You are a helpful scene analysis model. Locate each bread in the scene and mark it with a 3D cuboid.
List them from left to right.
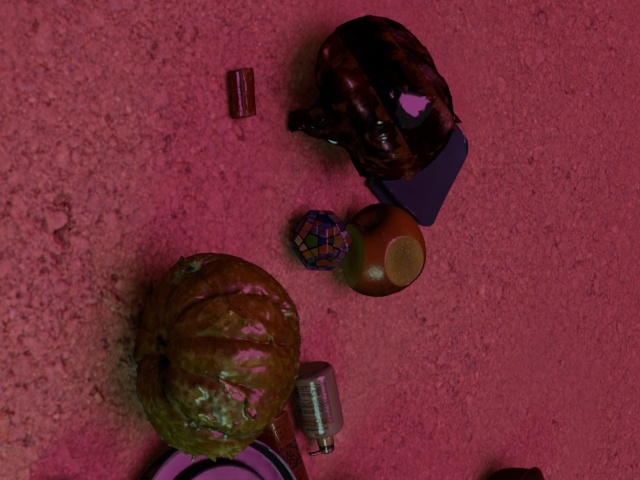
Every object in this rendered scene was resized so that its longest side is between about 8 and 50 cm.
[{"bbox_3d":[-0.126,-0.243,1.687,0.047,0.036,0.083,-12,102,-47],"label":"bread"}]

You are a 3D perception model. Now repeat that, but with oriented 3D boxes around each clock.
[{"bbox_3d":[-0.161,0.459,1.611,0.312,0.061,0.313,7,77,-33],"label":"clock"}]

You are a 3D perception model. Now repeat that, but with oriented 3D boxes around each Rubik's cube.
[{"bbox_3d":[0.000,0.000,1.779,0.093,0.111,0.111,-32,116,-12],"label":"Rubik's cube"}]

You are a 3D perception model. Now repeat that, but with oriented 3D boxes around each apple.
[{"bbox_3d":[0.107,0.014,1.848,0.163,0.146,0.147,-28,119,-24],"label":"apple"}]

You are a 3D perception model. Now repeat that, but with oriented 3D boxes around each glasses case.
[{"bbox_3d":[-0.067,0.388,1.741,0.049,0.075,0.218,-30,112,-37],"label":"glasses case"}]

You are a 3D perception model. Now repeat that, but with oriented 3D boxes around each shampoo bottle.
[{"bbox_3d":[-0.002,0.298,1.798,0.079,0.079,0.162,-23,107,-41],"label":"shampoo bottle"}]

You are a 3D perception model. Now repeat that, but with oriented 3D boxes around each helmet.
[{"bbox_3d":[0.409,0.550,2.191,0.175,0.106,0.155,17,83,-49],"label":"helmet"}]

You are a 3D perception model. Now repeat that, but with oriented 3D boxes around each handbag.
[{"bbox_3d":[0.190,-0.155,1.981,0.179,0.062,0.229,47,60,-35],"label":"handbag"}]

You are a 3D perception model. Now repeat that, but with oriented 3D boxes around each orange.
[{"bbox_3d":[-0.143,0.170,1.495,0.223,0.300,0.301,10,63,-27],"label":"orange"}]

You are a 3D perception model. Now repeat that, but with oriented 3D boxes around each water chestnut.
[{"bbox_3d":[0.084,-0.233,1.765,0.300,0.300,0.300,-2,93,-44],"label":"water chestnut"}]
